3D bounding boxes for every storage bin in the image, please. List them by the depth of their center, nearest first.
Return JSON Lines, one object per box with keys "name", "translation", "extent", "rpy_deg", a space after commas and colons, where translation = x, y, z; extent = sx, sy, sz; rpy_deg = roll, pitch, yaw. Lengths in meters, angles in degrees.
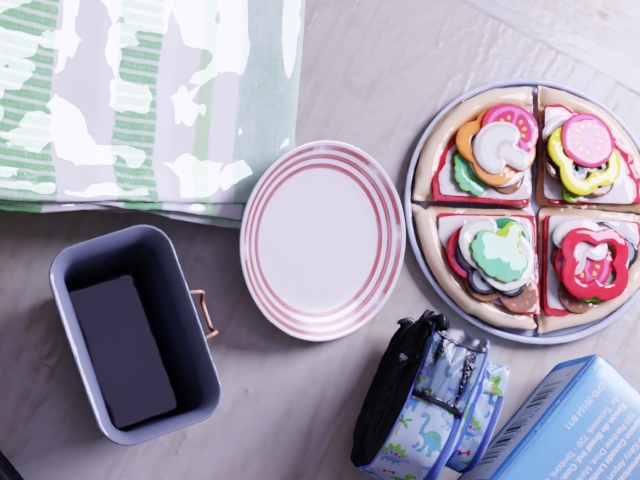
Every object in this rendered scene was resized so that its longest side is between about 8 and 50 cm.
{"name": "storage bin", "translation": [-0.123, 0.066, 1.190], "extent": [0.098, 0.091, 0.135], "rpy_deg": [-18, 84, -15]}

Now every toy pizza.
{"name": "toy pizza", "translation": [0.161, -0.025, 1.302], "extent": [0.201, 0.032, 0.201], "rpy_deg": [2, 79, -12]}

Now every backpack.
{"name": "backpack", "translation": [0.076, 0.117, 1.218], "extent": [0.084, 0.105, 0.114], "rpy_deg": [26, 80, -5]}

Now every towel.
{"name": "towel", "translation": [-0.136, -0.135, 1.158], "extent": [0.324, 0.038, 0.248], "rpy_deg": [2, 91, -42]}

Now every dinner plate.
{"name": "dinner plate", "translation": [0.000, 0.000, 1.249], "extent": [0.141, 0.017, 0.141], "rpy_deg": [-3, 95, -33]}

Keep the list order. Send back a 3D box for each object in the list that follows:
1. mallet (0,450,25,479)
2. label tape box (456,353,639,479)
{"name": "mallet", "translation": [-0.237, 0.107, 1.172], "extent": [0.189, 0.039, 0.062], "rpy_deg": [41, 69, 6]}
{"name": "label tape box", "translation": [0.220, 0.280, 1.217], "extent": [0.333, 0.106, 0.240], "rpy_deg": [44, 74, -2]}
